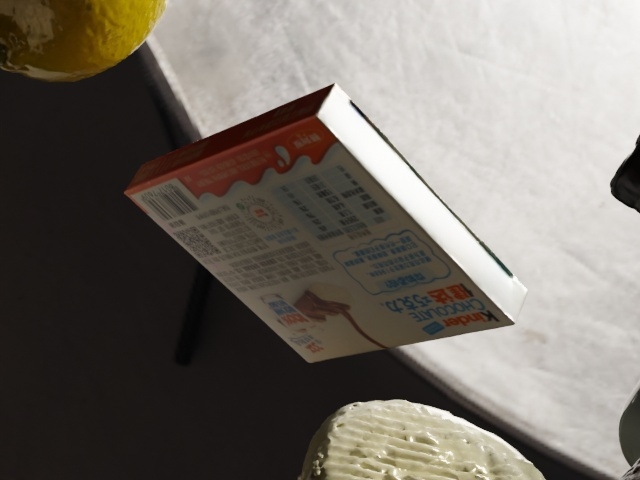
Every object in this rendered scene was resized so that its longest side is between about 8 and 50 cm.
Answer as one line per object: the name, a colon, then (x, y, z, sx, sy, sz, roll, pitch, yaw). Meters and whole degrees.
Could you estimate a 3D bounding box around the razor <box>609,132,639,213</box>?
razor: (0.309, -0.039, 0.982, 0.090, 0.148, 0.054, -60, 160, 10)

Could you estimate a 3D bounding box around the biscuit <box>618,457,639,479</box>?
biscuit: (0.222, 0.087, 0.608, 0.192, 0.192, 0.049, -26, 83, -35)

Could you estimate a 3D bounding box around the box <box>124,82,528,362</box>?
box: (0.000, 0.000, 1.106, 0.265, 0.273, 0.048, 46, 52, -25)

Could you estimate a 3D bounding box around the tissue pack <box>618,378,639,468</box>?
tissue pack: (0.439, 0.133, 1.138, 0.229, 0.236, 0.333, 45, 90, 0)

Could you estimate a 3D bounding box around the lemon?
lemon: (-0.241, -0.255, 1.212, 0.187, 0.187, 0.244, 40, 70, -24)

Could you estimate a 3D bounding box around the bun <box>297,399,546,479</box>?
bun: (0.119, 0.360, 1.475, 0.360, 0.360, 0.211, -5, 129, -36)
